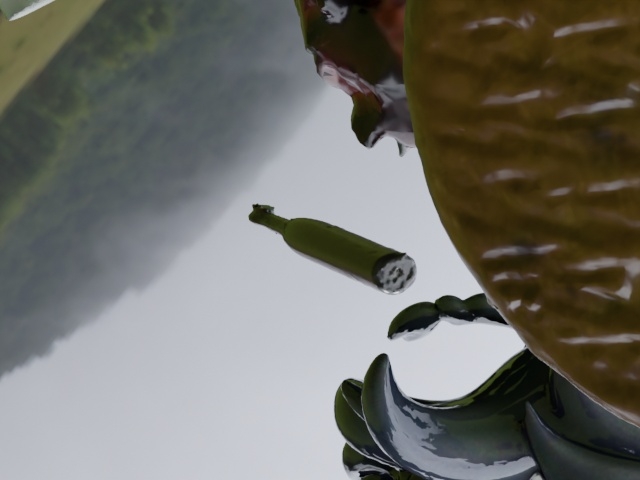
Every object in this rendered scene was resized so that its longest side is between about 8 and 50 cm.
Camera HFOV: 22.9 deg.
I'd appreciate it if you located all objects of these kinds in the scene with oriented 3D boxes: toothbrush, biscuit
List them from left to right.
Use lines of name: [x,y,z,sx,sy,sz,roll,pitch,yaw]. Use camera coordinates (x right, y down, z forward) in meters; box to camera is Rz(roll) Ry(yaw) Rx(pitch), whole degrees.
toothbrush: [0.000,0.001,1.396,0.041,0.041,0.364,-52,-160,-6]
biscuit: [0.115,-0.038,0.365,0.212,0.212,0.036,-43,171,34]

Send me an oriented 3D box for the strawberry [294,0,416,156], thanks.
strawberry: [0.146,-0.175,1.020,0.310,0.291,0.292,-14,-160,9]

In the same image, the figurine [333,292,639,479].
figurine: [0.114,0.131,0.938,0.175,0.265,0.197,-108,-147,-76]

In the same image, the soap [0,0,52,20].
soap: [-0.176,-0.294,1.262,0.199,0.138,0.182,-20,-161,33]
